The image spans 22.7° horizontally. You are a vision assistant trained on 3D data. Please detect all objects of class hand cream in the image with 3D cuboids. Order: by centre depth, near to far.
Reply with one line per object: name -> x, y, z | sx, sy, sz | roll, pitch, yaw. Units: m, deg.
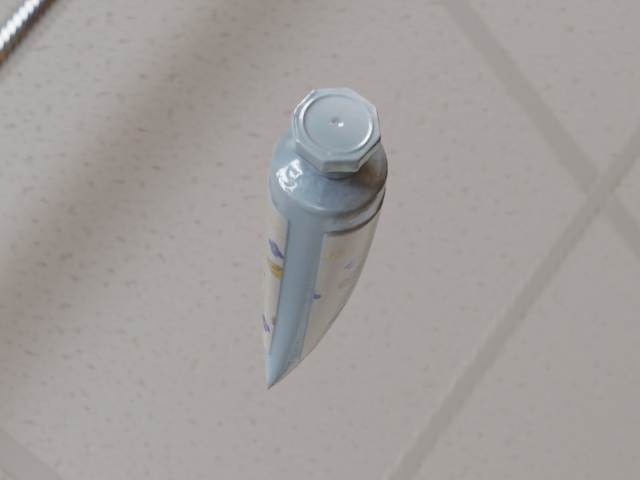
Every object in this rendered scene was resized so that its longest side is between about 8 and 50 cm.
hand cream -> 0.000, 0.000, 0.617 | 0.065, 0.043, 0.171 | -56, -13, -26
